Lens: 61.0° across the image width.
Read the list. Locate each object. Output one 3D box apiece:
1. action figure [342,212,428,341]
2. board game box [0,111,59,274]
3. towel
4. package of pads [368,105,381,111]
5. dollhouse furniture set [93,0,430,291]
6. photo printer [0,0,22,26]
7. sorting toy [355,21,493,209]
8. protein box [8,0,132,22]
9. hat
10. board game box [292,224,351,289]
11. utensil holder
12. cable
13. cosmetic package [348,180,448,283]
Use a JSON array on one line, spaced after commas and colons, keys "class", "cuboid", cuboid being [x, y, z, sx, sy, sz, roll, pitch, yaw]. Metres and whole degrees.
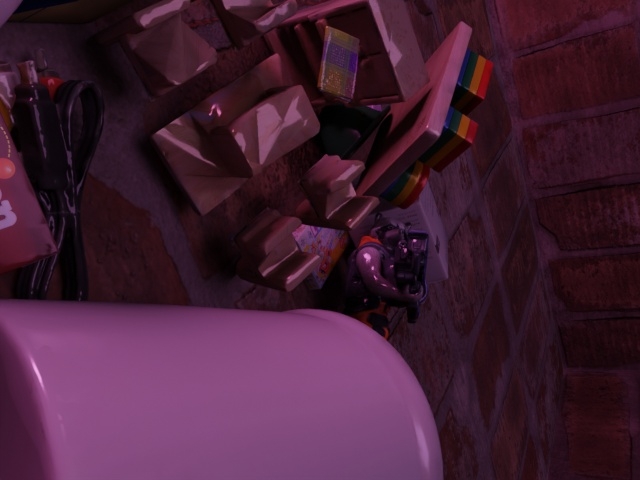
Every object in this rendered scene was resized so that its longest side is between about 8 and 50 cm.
[{"class": "action figure", "cuboid": [0.080, 0.091, 0.891, 0.341, 0.178, 0.330, 80, 28, -61]}, {"class": "board game box", "cuboid": [-0.332, -0.093, 0.423, 0.145, 0.027, 0.281, -27, 108, -34]}, {"class": "towel", "cuboid": [0.023, -0.222, 0.690, 0.060, 0.009, 0.083, 6, 92, -40]}, {"class": "package of pads", "cuboid": [0.108, -0.323, 1.201, 0.050, 0.032, 0.083, -19, 100, -56]}, {"class": "dollhouse furniture set", "cuboid": [-0.074, -0.199, 0.787, 0.394, 0.256, 0.362, -43, 121, -28]}, {"class": "photo printer", "cuboid": [-0.310, -0.265, 0.309, 0.307, 0.107, 0.256, 28, 98, -34]}, {"class": "sorting toy", "cuboid": [0.174, -0.184, 0.921, 0.089, 0.255, 0.257, 28, 59, -11]}, {"class": "protein box", "cuboid": [-0.240, -0.334, 0.499, 0.136, 0.199, 0.201, -34, 113, -56]}, {"class": "hat", "cuboid": [0.010, -0.244, 1.013, 0.183, 0.173, 0.208, 43, 17, -2]}, {"class": "board game box", "cuboid": [0.000, 0.000, 0.971, 0.103, 0.026, 0.154, 64, 37, -26]}, {"class": "utensil holder", "cuboid": [-0.123, 0.211, 0.470, 0.385, 0.327, 0.328, 16, 70, -52]}, {"class": "cable", "cuboid": [-0.275, -0.054, 0.548, 0.139, 0.072, 0.287, -32, 123, -63]}, {"class": "cosmetic package", "cuboid": [0.156, -0.021, 1.082, 0.184, 0.151, 0.151, 63, 25, -29]}]
